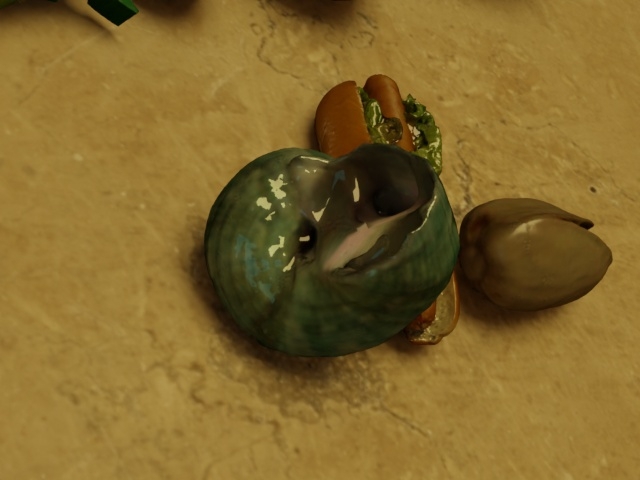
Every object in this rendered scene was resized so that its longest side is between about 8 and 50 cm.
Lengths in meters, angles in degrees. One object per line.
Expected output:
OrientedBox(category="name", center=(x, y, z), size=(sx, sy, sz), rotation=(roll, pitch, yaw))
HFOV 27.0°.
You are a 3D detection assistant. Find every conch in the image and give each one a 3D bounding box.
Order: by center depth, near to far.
OrientedBox(category="conch", center=(0.000, 0.000, 1.224), size=(0.195, 0.220, 0.277), rotation=(21, 8, -24))

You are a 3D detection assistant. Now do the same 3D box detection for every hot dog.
OrientedBox(category="hot dog", center=(0.071, -0.049, 1.387), size=(0.135, 0.100, 0.337), rotation=(13, 51, -28))

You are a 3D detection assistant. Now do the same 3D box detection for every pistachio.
OrientedBox(category="pistachio", center=(0.234, 0.011, 1.443), size=(0.206, 0.131, 0.129), rotation=(-3, 67, -44))

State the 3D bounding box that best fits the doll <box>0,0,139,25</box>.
OrientedBox(category="doll", center=(-0.280, -0.275, 1.300), size=(0.186, 0.106, 0.134), rotation=(-11, 85, -42))
